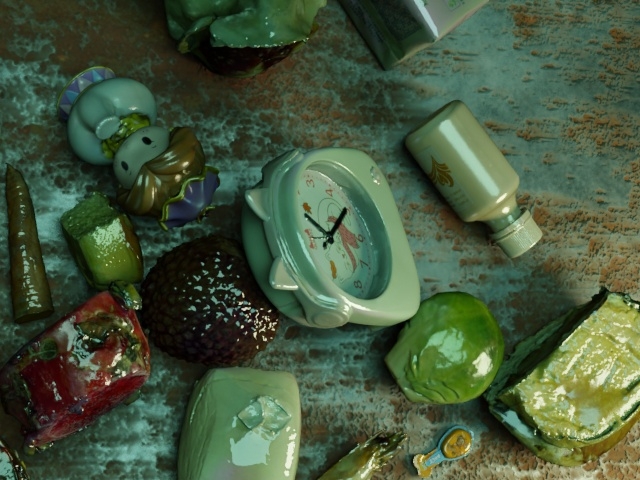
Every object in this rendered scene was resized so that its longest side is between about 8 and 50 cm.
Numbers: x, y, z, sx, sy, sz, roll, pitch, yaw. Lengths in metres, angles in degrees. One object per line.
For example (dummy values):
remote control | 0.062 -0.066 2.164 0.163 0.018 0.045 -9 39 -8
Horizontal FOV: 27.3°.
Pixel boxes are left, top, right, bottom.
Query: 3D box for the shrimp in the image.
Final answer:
shrimp | 0.056 0.377 1.923 0.133 0.053 0.236 44 74 -6

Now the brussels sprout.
brussels sprout | 0.188 0.167 1.956 0.181 0.144 0.161 -42 134 0

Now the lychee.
lychee | -0.161 0.091 1.828 0.188 0.188 0.188 3 81 -19

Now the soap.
soap | 0.128 -0.390 2.000 0.138 0.182 0.199 -35 95 -22

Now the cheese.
cheese | 0.189 0.319 1.999 0.111 0.017 0.047 -30 90 -21

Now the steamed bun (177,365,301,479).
steamed bun | -0.104 0.290 1.826 0.170 0.152 0.238 11 75 -17

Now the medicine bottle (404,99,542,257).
medicine bottle | 0.244 -0.089 2.031 0.114 0.114 0.252 -40 96 -21

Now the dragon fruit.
dragon fruit | -0.325 0.183 1.749 0.282 0.211 0.147 -39 89 6

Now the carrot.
carrot | -0.409 0.000 1.823 0.057 0.057 0.224 -6 79 -20

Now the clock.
clock | 0.000 0.000 1.846 0.324 0.109 0.265 1 70 -54

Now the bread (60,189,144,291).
bread | -0.294 0.011 1.813 0.086 0.156 0.125 -24 117 -18

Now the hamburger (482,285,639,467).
hamburger | 0.410 0.223 2.031 0.309 0.132 0.211 -40 96 -20

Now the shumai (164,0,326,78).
shumai | -0.122 -0.403 1.872 0.395 0.395 0.348 -2 103 -20

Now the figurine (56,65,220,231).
figurine | -0.245 -0.122 1.807 0.263 0.189 0.142 44 99 24

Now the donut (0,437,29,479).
donut | -0.503 0.342 1.692 0.270 0.103 0.269 1 86 -15
